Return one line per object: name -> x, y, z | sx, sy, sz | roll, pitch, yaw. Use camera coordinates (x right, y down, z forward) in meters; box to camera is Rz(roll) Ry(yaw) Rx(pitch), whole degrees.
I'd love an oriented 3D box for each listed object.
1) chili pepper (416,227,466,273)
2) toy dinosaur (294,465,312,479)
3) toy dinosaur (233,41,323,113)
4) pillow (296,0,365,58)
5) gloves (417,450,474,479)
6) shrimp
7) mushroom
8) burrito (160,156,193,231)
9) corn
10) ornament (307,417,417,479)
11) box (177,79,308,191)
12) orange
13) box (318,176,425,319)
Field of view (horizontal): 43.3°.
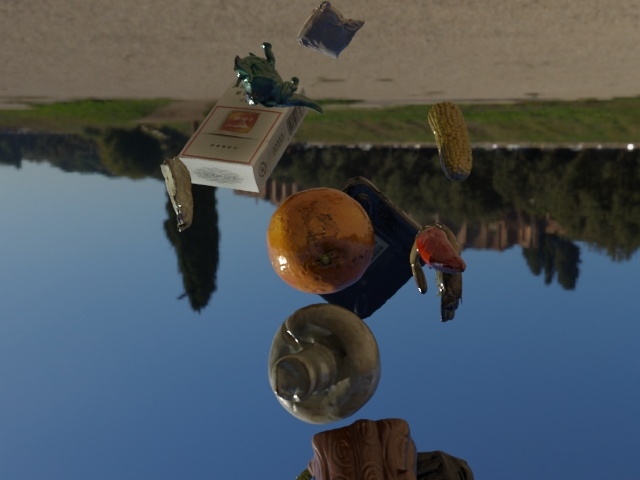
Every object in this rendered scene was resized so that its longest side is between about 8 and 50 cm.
chili pepper -> 0.236, 0.019, 1.629 | 0.071, 0.063, 0.272 | -35, -165, 5
toy dinosaur -> -0.066, 0.527, 1.567 | 0.259, 0.094, 0.153 | -46, -168, -27
toy dinosaur -> -0.093, -0.328, 1.649 | 0.079, 0.120, 0.292 | -3, -179, 30
pillow -> 0.034, -0.672, 2.583 | 0.173, 0.067, 0.270 | -44, 158, 25
gloves -> 0.229, 0.507, 1.744 | 0.180, 0.106, 0.129 | 10, -131, -13
shrimp -> 0.290, 0.079, 2.053 | 0.058, 0.253, 0.173 | 0, 180, -42
mushroom -> -0.013, 0.243, 1.568 | 0.243, 0.244, 0.243 | 0, -172, 0
burrito -> -0.320, -0.118, 1.808 | 0.063, 0.058, 0.229 | 30, -149, -38
corn -> 0.353, -0.270, 2.177 | 0.101, 0.101, 0.292 | 0, -134, -2
ornament -> 0.097, 0.469, 1.482 | 0.221, 0.235, 0.217 | -41, -159, 16
box -> -0.188, -0.272, 2.042 | 0.210, 0.095, 0.330 | 9, -130, 22
orange -> 0.000, 0.000, 1.820 | 0.246, 0.246, 0.246 | 0, -172, 0
box -> 0.103, 0.033, 2.273 | 0.350, 0.359, 0.091 | 37, -164, -25
